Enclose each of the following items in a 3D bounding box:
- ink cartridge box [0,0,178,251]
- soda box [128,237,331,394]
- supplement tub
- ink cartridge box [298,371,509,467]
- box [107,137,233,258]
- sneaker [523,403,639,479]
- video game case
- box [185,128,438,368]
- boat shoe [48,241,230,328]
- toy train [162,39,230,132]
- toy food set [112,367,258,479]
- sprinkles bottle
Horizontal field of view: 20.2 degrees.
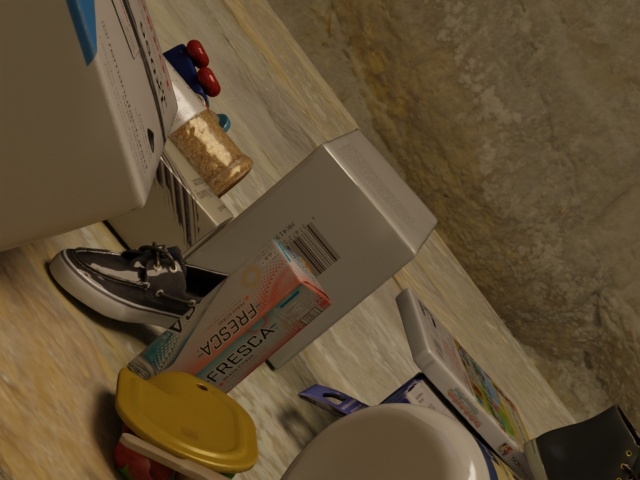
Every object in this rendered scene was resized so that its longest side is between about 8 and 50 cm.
[{"bbox_3d":[-0.257,-0.187,1.634,0.395,0.166,0.285,-92,166,-74],"label":"ink cartridge box"},{"bbox_3d":[-0.082,0.084,1.624,0.058,0.183,0.063,38,15,-51],"label":"soda box"},{"bbox_3d":[0.119,0.307,1.572,0.316,0.228,0.228,42,13,-38],"label":"supplement tub"},{"bbox_3d":[0.139,0.290,1.931,0.395,0.151,0.270,52,9,5],"label":"ink cartridge box"},{"bbox_3d":[-0.220,-0.096,1.924,0.275,0.094,0.113,50,9,-1],"label":"box"},{"bbox_3d":[0.303,0.280,1.871,0.083,0.118,0.222,37,27,-57],"label":"sneaker"},{"bbox_3d":[0.167,0.165,2.043,0.206,0.026,0.227,48,8,-14],"label":"video game case"},{"bbox_3d":[0.000,0.000,2.180,0.168,0.215,0.345,50,10,0],"label":"box"},{"bbox_3d":[-0.150,0.038,1.698,0.228,0.076,0.080,24,20,-39],"label":"boat shoe"},{"bbox_3d":[-0.161,-0.151,2.392,0.143,0.105,0.248,60,4,-34],"label":"toy train"},{"bbox_3d":[-0.123,0.177,1.487,0.128,0.071,0.218,24,14,-9],"label":"toy food set"},{"bbox_3d":[-0.232,-0.186,2.110,0.355,0.121,0.121,50,10,-2],"label":"sprinkles bottle"}]
